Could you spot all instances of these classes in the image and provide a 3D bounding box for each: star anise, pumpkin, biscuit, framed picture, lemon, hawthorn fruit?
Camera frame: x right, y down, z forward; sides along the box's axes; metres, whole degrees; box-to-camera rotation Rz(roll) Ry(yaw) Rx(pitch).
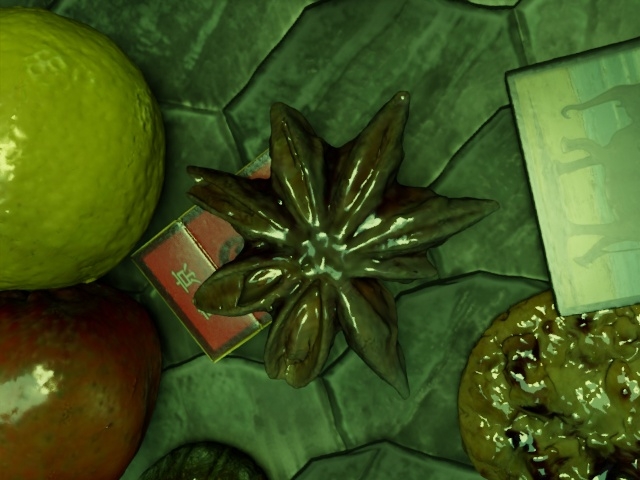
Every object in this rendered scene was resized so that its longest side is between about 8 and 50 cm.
[{"bbox_3d":[0.017,0.008,0.680,0.315,0.108,0.315,1,99,5],"label":"star anise"},{"bbox_3d":[-0.143,0.290,0.819,0.184,0.119,0.107,-9,101,5],"label":"pumpkin"},{"bbox_3d":[0.312,0.198,0.748,0.334,0.081,0.289,8,101,9],"label":"biscuit"},{"bbox_3d":[0.379,-0.083,0.694,0.347,0.016,0.265,-11,88,11],"label":"framed picture"},{"bbox_3d":[-0.286,-0.085,0.694,0.293,0.293,0.293,2,101,9],"label":"lemon"},{"bbox_3d":[-0.288,0.196,0.764,0.254,0.254,0.300,-5,103,10],"label":"hawthorn fruit"}]

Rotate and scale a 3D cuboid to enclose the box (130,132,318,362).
[{"bbox_3d":[-0.066,0.003,0.776,0.240,0.074,0.153,-36,98,14],"label":"box"}]
